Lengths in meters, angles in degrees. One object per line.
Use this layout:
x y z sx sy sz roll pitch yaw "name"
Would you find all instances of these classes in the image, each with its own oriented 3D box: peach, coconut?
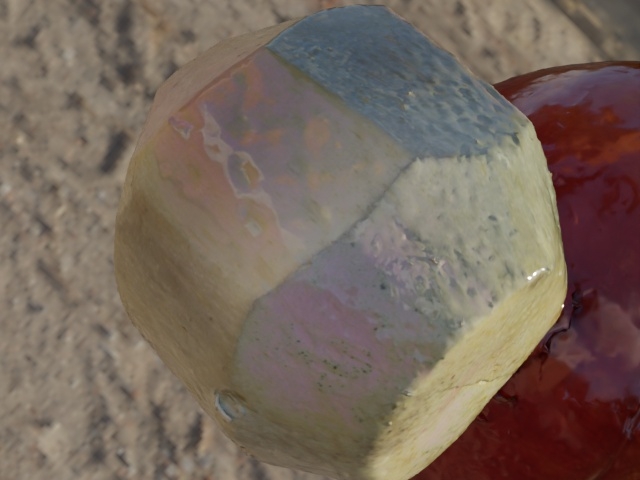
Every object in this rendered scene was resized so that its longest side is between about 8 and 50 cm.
0.171 0.047 1.078 0.370 0.370 0.370 32 31 -22 "peach"
0.000 0.000 0.789 0.237 0.197 0.237 47 -11 12 "coconut"
